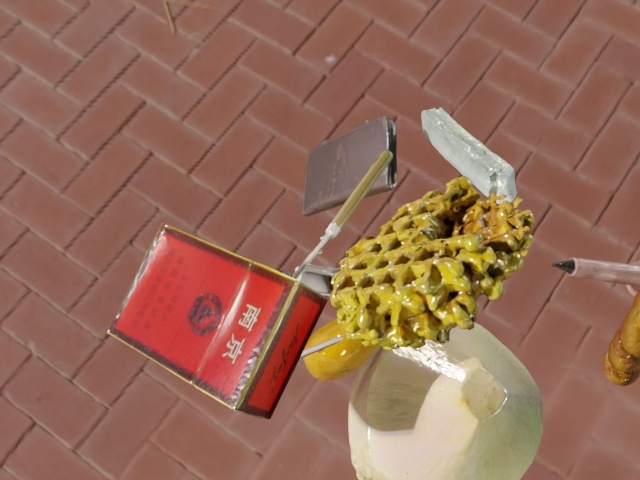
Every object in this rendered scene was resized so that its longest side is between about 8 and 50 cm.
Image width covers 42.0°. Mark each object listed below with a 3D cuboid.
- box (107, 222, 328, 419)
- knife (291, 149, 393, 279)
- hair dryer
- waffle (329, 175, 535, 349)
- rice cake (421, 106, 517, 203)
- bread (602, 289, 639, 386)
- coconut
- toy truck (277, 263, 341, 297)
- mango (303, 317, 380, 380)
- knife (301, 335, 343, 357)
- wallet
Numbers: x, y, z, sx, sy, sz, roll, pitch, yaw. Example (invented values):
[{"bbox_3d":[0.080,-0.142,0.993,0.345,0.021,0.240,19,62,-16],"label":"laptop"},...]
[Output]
[{"bbox_3d":[-0.124,0.087,0.958,0.240,0.074,0.153,21,78,39],"label":"box"},{"bbox_3d":[0.002,0.002,1.061,0.017,0.047,0.298,39,75,-12],"label":"knife"},{"bbox_3d":[0.691,0.073,1.943,0.344,0.189,0.106,9,87,-11],"label":"hair dryer"},{"bbox_3d":[0.096,0.018,0.763,0.197,0.193,0.070,-41,109,-8],"label":"waffle"},{"bbox_3d":[0.283,-0.169,1.611,0.063,0.066,0.336,-18,35,-7],"label":"rice cake"},{"bbox_3d":[0.688,0.180,1.777,0.124,0.344,0.084,-31,54,-33],"label":"bread"},{"bbox_3d":[0.155,0.223,1.049,0.259,0.259,0.259,0,66,0],"label":"coconut"},{"bbox_3d":[-0.072,0.135,1.850,0.136,0.286,0.111,10,62,-38],"label":"toy truck"},{"bbox_3d":[0.068,0.204,1.700,0.157,0.262,0.109,3,55,-40],"label":"mango"},{"bbox_3d":[-0.076,0.231,1.549,0.256,0.046,0.022,-22,78,0],"label":"knife"},{"bbox_3d":[0.059,-0.154,1.790,0.042,0.309,0.165,14,72,-32],"label":"wallet"}]
